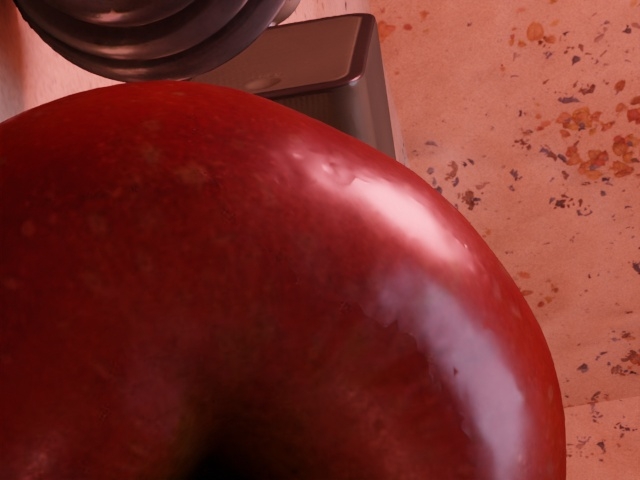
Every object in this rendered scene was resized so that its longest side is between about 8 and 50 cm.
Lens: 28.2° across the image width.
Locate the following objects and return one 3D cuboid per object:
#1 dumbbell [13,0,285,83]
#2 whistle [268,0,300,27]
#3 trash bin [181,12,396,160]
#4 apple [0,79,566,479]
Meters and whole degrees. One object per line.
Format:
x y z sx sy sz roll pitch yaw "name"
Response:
-0.116 -0.170 0.557 0.406 0.179 0.179 -6 85 -79 "dumbbell"
-0.056 -0.298 1.270 0.102 0.105 0.253 116 -15 -50 "whistle"
0.000 0.000 1.106 0.223 0.158 0.344 -78 156 -66 "trash bin"
-0.050 0.080 0.453 0.216 0.260 0.260 168 -89 -74 "apple"
